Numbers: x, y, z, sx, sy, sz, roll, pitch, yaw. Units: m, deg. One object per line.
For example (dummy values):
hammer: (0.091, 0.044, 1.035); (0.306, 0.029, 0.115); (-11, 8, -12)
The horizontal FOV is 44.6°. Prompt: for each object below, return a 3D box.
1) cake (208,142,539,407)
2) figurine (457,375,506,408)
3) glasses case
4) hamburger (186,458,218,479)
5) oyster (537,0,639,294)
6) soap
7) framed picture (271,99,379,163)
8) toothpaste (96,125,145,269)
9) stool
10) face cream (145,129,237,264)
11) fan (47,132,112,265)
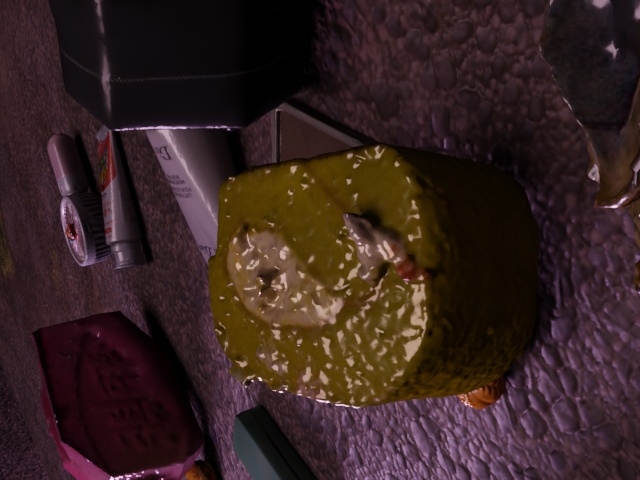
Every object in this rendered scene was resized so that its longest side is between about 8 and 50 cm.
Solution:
cake: (0.024, 0.030, 0.598); (0.260, 0.156, 0.179); (-6, 80, 49)
figurine: (0.110, 0.088, 0.643); (0.064, 0.047, 0.109); (-45, 57, 30)
glasses case: (-0.052, 0.303, 1.008); (0.184, 0.039, 0.077); (46, 140, 37)
hamburger: (-0.191, 0.400, 1.274); (0.076, 0.044, 0.083); (-14, 90, 58)
oyster: (0.183, -0.139, 0.375); (0.221, 0.096, 0.361); (51, 141, 43)
soap: (-0.331, 0.272, 1.262); (0.127, 0.220, 0.325); (105, 144, -52)
framed picture: (0.000, 0.000, 0.792); (0.189, 0.023, 0.260); (34, 132, 47)
toothpaste: (-0.330, -0.070, 1.265); (0.089, 0.057, 0.234); (-18, 82, 60)
stool: (-0.127, -0.194, 0.719); (0.232, 0.232, 0.141); (36, 135, 45)
face cream: (-0.136, -0.066, 0.936); (0.143, 0.089, 0.314); (11, 125, 56)
fan: (-0.442, -0.075, 1.411); (0.130, 0.074, 0.244); (-28, 80, 59)
